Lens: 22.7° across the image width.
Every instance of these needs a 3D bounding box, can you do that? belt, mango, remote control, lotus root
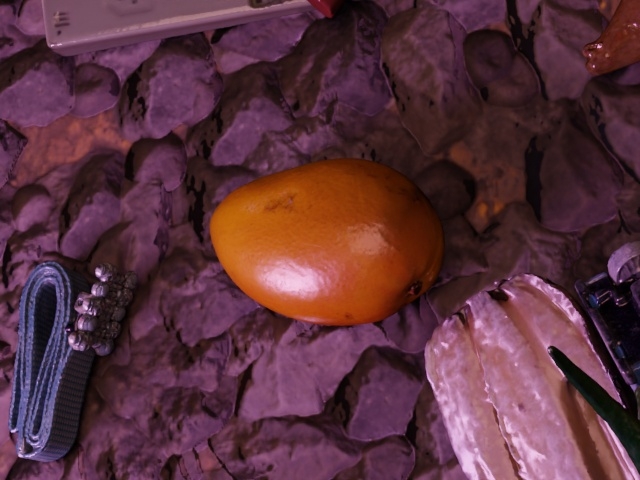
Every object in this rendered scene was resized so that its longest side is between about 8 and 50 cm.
[{"bbox_3d":[-0.228,0.110,1.432,0.100,0.065,0.179,1,79,25],"label":"belt"},{"bbox_3d":[0.000,0.000,1.371,0.219,0.112,0.145,5,79,29],"label":"mango"},{"bbox_3d":[-0.126,-0.253,1.503,0.285,0.038,0.123,-10,77,11],"label":"remote control"},{"bbox_3d":[0.208,0.188,1.285,0.167,0.078,0.329,-30,71,32],"label":"lotus root"}]

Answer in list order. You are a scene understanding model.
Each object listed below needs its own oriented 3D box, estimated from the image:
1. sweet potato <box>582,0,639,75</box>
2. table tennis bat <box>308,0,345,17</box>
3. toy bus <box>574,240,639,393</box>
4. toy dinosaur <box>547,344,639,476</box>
[{"bbox_3d":[0.350,-0.256,1.316,0.336,0.131,0.131,-42,70,3],"label":"sweet potato"},{"bbox_3d":[0.092,-0.332,1.443,0.200,0.038,0.310,38,84,18],"label":"table tennis bat"},{"bbox_3d":[0.336,0.044,1.246,0.234,0.133,0.116,-28,41,7],"label":"toy bus"},{"bbox_3d":[0.295,0.267,1.144,0.087,0.447,0.301,-25,44,47],"label":"toy dinosaur"}]
